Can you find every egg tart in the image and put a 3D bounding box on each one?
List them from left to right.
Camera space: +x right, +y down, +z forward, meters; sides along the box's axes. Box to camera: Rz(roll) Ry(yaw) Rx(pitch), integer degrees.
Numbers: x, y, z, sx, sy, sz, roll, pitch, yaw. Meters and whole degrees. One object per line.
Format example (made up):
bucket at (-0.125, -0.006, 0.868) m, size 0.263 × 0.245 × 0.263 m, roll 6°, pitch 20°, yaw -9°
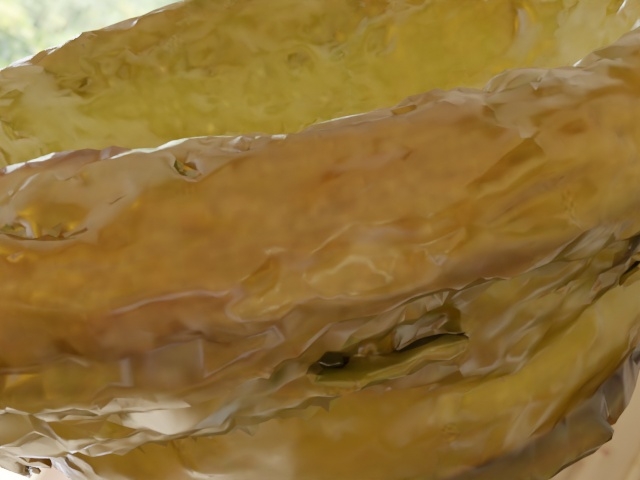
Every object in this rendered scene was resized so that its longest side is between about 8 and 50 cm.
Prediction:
egg tart at (0.000, 0.000, 0.481) m, size 0.294 × 0.123 × 0.294 m, roll -11°, pitch 15°, yaw 3°
